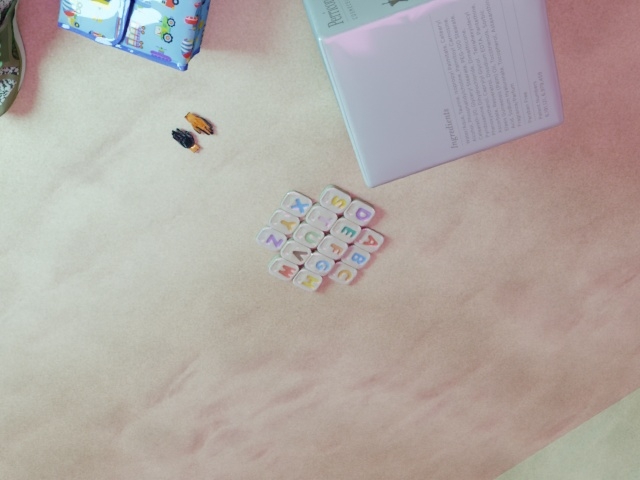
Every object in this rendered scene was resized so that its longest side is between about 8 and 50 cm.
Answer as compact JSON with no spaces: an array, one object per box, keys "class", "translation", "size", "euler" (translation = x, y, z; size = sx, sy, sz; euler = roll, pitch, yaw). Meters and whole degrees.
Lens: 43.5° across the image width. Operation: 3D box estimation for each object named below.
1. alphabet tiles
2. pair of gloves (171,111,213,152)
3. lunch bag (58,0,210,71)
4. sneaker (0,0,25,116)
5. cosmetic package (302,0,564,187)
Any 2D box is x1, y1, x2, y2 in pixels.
[{"class":"alphabet tiles","translation":[0.000,0.000,1.939],"size":[0.278,0.021,0.284],"euler":[27,116,-23]},{"class":"pair of gloves","translation":[-0.280,-0.237,1.752],"size":[0.074,0.010,0.083],"euler":[36,115,-28]},{"class":"lunch bag","translation":[-0.363,-0.484,1.528],"size":[0.293,0.138,0.220],"euler":[16,121,-3]},{"class":"sneaker","translation":[-0.639,-0.398,1.495],"size":[0.158,0.182,0.410],"euler":[8,122,-13]},{"class":"cosmetic package","translation":[0.207,-0.363,1.543],"size":[0.394,0.329,0.327],"euler":[-19,124,4]}]
